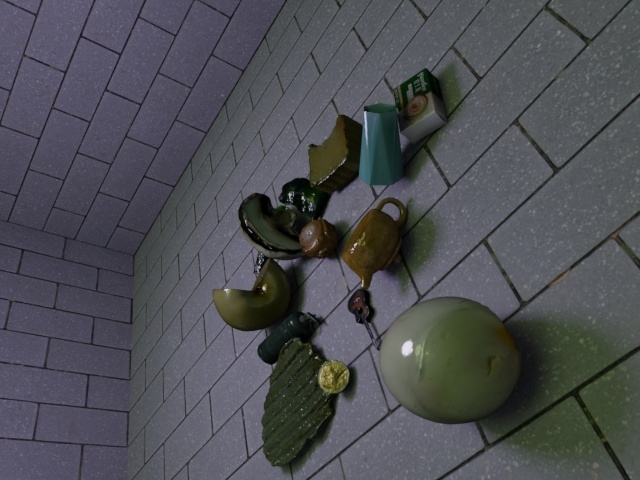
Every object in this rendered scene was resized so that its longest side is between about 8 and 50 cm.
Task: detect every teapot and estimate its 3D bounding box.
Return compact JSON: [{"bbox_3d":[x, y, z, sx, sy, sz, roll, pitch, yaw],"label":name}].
[{"bbox_3d":[0.182,0.009,1.635,0.311,0.167,0.203,-60,3,-20],"label":"teapot"}]

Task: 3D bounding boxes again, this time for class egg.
[{"bbox_3d":[0.278,0.272,1.225,0.345,0.283,0.283,154,128,-65],"label":"egg"}]

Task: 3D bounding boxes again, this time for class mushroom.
[{"bbox_3d":[-0.180,-0.040,2.096,0.247,0.344,0.130,-42,-18,-44],"label":"mushroom"}]

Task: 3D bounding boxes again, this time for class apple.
[{"bbox_3d":[-0.251,0.230,2.070,0.233,0.295,0.258,59,154,6],"label":"apple"}]

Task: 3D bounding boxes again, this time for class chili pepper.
[{"bbox_3d":[-0.077,-0.191,2.152,0.148,0.116,0.264,-61,33,4],"label":"chili pepper"}]

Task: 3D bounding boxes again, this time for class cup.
[{"bbox_3d":[0.187,-0.308,1.697,0.134,0.148,0.236,-81,-14,-61],"label":"cup"}]

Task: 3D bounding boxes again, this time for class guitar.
[{"bbox_3d":[0.145,0.250,1.672,0.088,0.025,0.233,-53,37,25],"label":"guitar"}]

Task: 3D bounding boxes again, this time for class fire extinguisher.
[{"bbox_3d":[-0.111,0.345,1.948,0.311,0.095,0.114,-48,61,33],"label":"fire extinguisher"}]

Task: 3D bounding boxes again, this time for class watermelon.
[{"bbox_3d":[0.046,0.432,1.679,0.105,0.062,0.105,-7,62,14],"label":"watermelon"}]

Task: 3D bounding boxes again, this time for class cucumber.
[{"bbox_3d":[-0.229,0.009,2.328,0.067,0.067,0.294,-4,70,56],"label":"cucumber"}]

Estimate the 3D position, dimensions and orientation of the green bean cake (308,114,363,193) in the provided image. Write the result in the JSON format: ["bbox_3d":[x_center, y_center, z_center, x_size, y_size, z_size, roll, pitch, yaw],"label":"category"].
[{"bbox_3d":[0.065,-0.318,1.998,0.236,0.124,0.233,-38,46,41],"label":"green bean cake"}]

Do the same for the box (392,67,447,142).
[{"bbox_3d":[0.316,-0.430,1.707,0.135,0.081,0.199,-29,53,35],"label":"box"}]

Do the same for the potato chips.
[{"bbox_3d":[-0.099,0.553,1.841,0.429,0.070,0.358,-54,38,25],"label":"potato chips"}]

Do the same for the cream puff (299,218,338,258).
[{"bbox_3d":[0.000,0.000,1.937,0.150,0.115,0.165,-43,32,27],"label":"cream puff"}]

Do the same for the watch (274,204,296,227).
[{"bbox_3d":[-0.164,-0.058,2.235,0.152,0.131,0.165,-46,32,4],"label":"watch"}]
